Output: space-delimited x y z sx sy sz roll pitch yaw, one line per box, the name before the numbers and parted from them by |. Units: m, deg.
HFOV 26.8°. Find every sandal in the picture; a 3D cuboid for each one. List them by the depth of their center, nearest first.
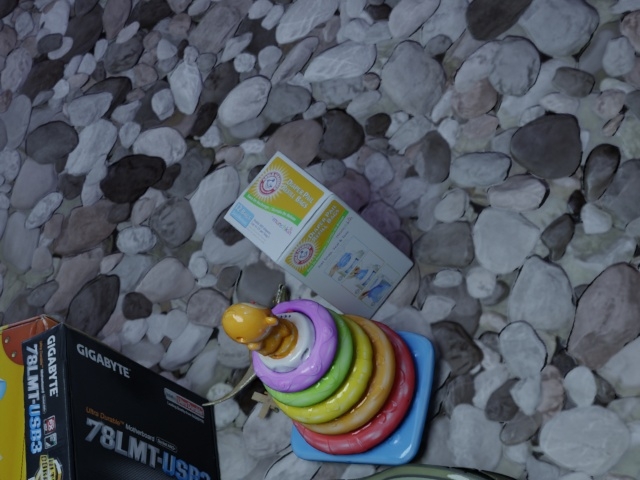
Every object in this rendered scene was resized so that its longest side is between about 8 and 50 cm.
sandal | 0.086 0.292 1.453 0.303 0.120 0.086 -16 71 34

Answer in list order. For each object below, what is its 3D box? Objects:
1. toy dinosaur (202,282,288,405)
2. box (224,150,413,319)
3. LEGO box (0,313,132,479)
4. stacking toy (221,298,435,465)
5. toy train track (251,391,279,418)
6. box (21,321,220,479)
toy dinosaur | -0.065 0.143 1.668 0.093 0.053 0.183 7 62 51
box | 0.000 0.000 1.590 0.103 0.203 0.114 -51 50 0
LEGO box | -0.503 0.348 1.740 0.500 0.193 0.372 -16 59 26
stacking toy | -0.015 0.128 1.470 0.175 0.302 0.165 -3 65 33
toy train track | -0.046 0.203 1.639 0.083 0.014 0.048 15 68 31
box | -0.216 0.278 1.527 0.073 0.295 0.293 -22 55 22
